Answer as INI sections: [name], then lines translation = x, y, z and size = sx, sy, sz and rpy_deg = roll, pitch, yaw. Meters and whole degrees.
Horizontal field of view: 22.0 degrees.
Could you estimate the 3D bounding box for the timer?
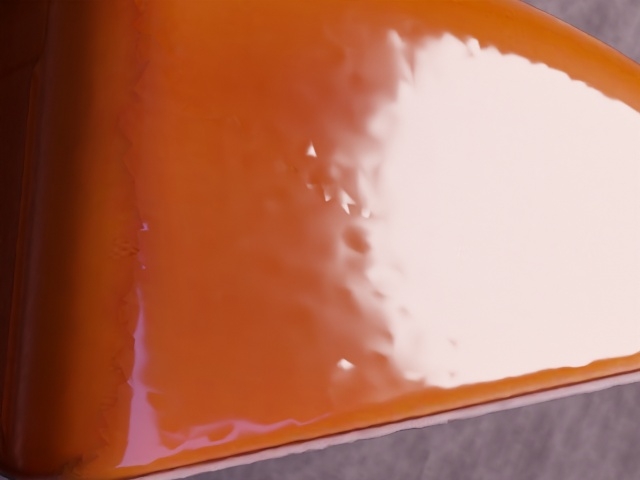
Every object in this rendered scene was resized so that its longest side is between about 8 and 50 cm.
[timer]
translation = 0.000, 0.000, 0.559
size = 0.250, 0.257, 0.161
rpy_deg = 8, 86, -24
